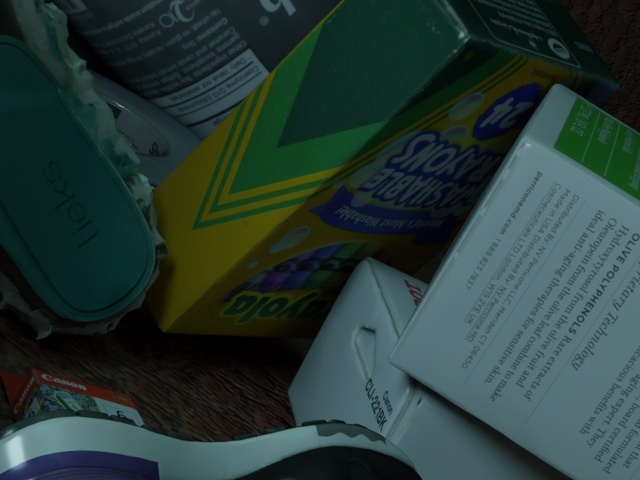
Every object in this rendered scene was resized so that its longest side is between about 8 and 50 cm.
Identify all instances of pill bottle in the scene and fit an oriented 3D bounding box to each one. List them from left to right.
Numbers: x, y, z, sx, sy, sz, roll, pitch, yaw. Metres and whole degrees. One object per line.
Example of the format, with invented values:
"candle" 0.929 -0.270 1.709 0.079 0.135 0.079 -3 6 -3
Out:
"pill bottle" -0.071 -0.182 1.429 0.363 0.210 0.210 50 6 -25

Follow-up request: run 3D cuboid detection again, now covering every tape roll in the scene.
"tape roll" -0.174 -0.062 1.290 0.219 0.072 0.219 27 14 -8

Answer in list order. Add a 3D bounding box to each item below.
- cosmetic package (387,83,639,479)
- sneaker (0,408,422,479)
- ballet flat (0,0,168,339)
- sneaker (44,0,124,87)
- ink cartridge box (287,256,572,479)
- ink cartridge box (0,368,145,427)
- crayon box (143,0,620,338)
"cosmetic package" 0.239 0.082 1.004 0.365 0.155 0.197 31 18 2
"sneaker" -0.039 0.160 0.820 0.283 0.107 0.124 7 41 -47
"ballet flat" -0.223 -0.123 1.016 0.147 0.147 0.409 -109 177 -68
"sneaker" -0.224 -0.130 1.450 0.222 0.083 0.118 32 33 -25
"ink cartridge box" 0.128 0.142 1.105 0.273 0.114 0.197 26 16 -17
"ink cartridge box" -0.127 0.095 0.946 0.063 0.029 0.115 20 18 -32
"crayon box" 0.013 -0.034 1.140 0.203 0.323 0.083 6 47 -56
